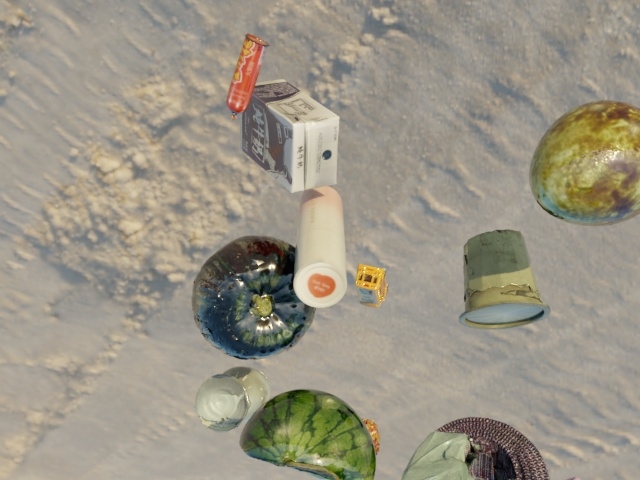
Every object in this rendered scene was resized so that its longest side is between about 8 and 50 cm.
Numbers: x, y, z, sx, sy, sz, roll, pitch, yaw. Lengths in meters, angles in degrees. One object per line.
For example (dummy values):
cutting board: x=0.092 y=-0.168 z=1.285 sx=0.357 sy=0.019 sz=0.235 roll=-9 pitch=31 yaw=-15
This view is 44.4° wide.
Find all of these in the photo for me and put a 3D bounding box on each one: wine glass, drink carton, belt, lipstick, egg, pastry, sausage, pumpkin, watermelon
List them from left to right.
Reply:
wine glass: x=-0.184 y=0.339 z=1.706 sx=0.126 sy=0.126 sz=0.241 roll=5 pitch=175 yaw=8
sausage: x=-0.130 y=-0.274 z=1.331 sx=0.050 sy=0.048 sz=0.145 roll=31 pitch=114 yaw=23
pumpkin: x=-0.119 y=0.104 z=1.420 sx=0.233 sy=0.233 sz=0.163 roll=21 pitch=-179 yaw=-17
drink carton: x=-0.059 y=-0.194 z=1.428 sx=0.102 sy=0.222 sz=0.134 roll=-13 pitch=124 yaw=-28
watermelon: x=-0.010 y=0.286 z=1.158 sx=0.204 sy=0.127 sz=0.232 roll=15 pitch=169 yaw=23
lipstick: x=0.000 y=0.000 z=1.384 sx=0.087 sy=0.327 sz=0.087 roll=0 pitch=115 yaw=0
pastry: x=0.084 y=0.379 z=1.470 sx=0.063 sy=0.087 sz=0.169 roll=-5 pitch=159 yaw=-5
belt: x=0.276 y=0.453 z=1.391 sx=0.260 sy=0.325 sz=0.122 roll=-2 pitch=123 yaw=14
egg: x=0.524 y=-0.143 z=1.489 sx=0.289 sy=0.238 sz=0.238 roll=-19 pitch=162 yaw=-31

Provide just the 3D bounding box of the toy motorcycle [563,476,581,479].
toy motorcycle: x=0.247 y=0.360 z=0.846 sx=0.188 sy=0.143 sz=0.327 roll=-22 pitch=132 yaw=5

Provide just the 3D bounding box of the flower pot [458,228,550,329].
flower pot: x=0.416 y=0.090 z=1.849 sx=0.212 sy=0.203 sz=0.212 roll=-6 pitch=159 yaw=-2

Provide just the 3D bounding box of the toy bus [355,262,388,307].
toy bus: x=0.124 y=0.114 z=1.914 sx=0.069 sy=0.074 sz=0.162 roll=11 pitch=158 yaw=13
